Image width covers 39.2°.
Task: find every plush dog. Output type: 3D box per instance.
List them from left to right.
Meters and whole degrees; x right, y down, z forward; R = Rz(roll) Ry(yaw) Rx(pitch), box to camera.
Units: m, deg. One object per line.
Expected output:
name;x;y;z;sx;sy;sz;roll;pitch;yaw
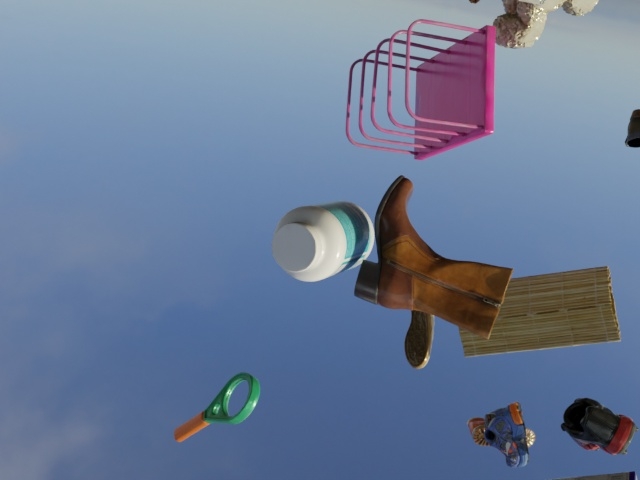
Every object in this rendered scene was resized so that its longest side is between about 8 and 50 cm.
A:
plush dog;0.440;-0.571;1.924;0.262;0.210;0.225;-32;-129;-6

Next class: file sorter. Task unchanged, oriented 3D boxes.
file sorter;0.184;-0.288;1.739;0.182;0.202;0.291;5;173;-20

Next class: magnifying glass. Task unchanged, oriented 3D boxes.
magnifying glass;-0.193;0.318;1.664;0.026;0.231;0.092;32;-141;-34

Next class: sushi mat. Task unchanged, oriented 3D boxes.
sushi mat;0.430;0.145;1.806;0.317;0.151;0.019;-9;168;23

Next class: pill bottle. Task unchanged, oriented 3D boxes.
pill bottle;0.000;0.000;1.752;0.146;0.146;0.264;17;-169;19

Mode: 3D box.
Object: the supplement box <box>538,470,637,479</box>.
supplement box;0.536;0.552;1.826;0.220;0.113;0.111;-11;-170;22

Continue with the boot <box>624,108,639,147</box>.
boot;0.942;-0.301;2.462;0.082;0.106;0.219;39;160;-35

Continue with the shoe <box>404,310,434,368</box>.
shoe;0.247;0.206;2.140;0.077;0.219;0.058;-22;141;39

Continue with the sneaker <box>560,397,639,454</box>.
sneaker;0.596;0.407;2.005;0.135;0.097;0.276;28;171;3

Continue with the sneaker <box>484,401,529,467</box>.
sneaker;0.394;0.416;1.920;0.087;0.221;0.083;-9;-135;10

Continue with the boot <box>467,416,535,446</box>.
boot;0.422;0.446;2.106;0.158;0.059;0.084;10;-171;-11

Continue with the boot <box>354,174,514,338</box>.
boot;0.232;0.027;1.727;0.281;0.264;0.096;15;165;12
